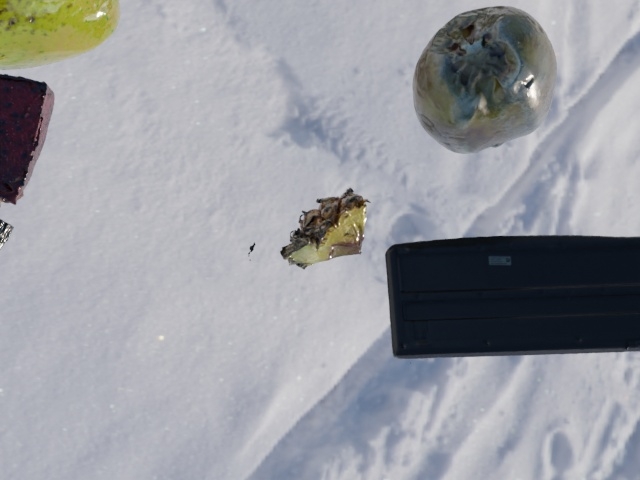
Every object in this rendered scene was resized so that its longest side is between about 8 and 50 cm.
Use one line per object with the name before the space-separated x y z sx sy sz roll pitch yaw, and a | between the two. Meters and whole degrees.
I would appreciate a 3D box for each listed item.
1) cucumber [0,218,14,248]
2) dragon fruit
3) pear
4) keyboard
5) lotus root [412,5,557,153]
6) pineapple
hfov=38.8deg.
cucumber | -0.459 0.042 1.130 0.187 0.058 0.058 -51 125 -15
dragon fruit | -0.380 -0.122 1.048 0.120 0.127 0.161 10 82 -10
pear | -0.437 -0.420 1.272 0.391 0.391 0.391 0 90 -46
keyboard | 0.134 0.041 0.684 0.381 0.041 0.103 2 63 -8
lotus root | 0.130 -0.117 0.717 0.088 0.113 0.192 66 10 14
pineapple | 0.000 0.000 1.023 0.114 0.114 0.077 -36 104 -31
